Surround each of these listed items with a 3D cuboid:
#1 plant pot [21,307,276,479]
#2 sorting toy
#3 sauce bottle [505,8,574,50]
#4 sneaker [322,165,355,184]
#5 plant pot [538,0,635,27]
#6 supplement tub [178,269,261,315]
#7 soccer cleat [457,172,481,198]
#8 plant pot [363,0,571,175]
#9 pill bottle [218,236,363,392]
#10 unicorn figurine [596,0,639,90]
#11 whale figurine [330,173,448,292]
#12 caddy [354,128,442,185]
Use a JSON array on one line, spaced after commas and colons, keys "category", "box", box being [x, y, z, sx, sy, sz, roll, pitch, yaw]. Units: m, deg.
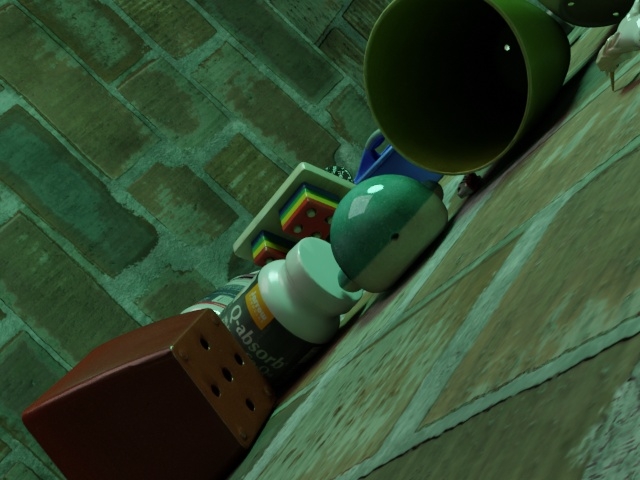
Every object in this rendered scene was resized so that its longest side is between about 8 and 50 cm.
[{"category": "plant pot", "box": [-0.223, 0.254, 1.461, 0.235, 0.267, 0.267, -34, 6, 19]}, {"category": "sorting toy", "box": [0.000, 0.000, 1.989, 0.257, 0.255, 0.089, -49, 36, 30]}, {"category": "sauce bottle", "box": [0.387, -0.345, 2.071, 0.344, 0.111, 0.111, -46, 2, 25]}, {"category": "sneaker", "box": [0.021, -0.019, 2.257, 0.162, 0.106, 0.282, 103, 170, -63]}, {"category": "plant pot", "box": [0.424, -0.444, 1.515, 0.284, 0.284, 0.191, 136, 140, -59]}, {"category": "supplement tub", "box": [-0.161, 0.180, 1.996, 0.191, 0.191, 0.272, -46, -7, 31]}, {"category": "soccer cleat", "box": [0.227, -0.088, 1.519, 0.035, 0.029, 0.083, -42, 8, 22]}, {"category": "plant pot", "box": [0.260, -0.268, 1.508, 0.293, 0.275, 0.275, -26, -15, -48]}, {"category": "pill bottle", "box": [-0.068, 0.132, 1.585, 0.278, 0.162, 0.162, -47, 2, 28]}, {"category": "unicorn figurine", "box": [0.349, -0.224, 1.051, 0.111, 0.060, 0.162, -47, 2, 7]}, {"category": "whale figurine", "box": [0.090, -0.021, 1.488, 0.216, 0.141, 0.272, -48, 1, 3]}, {"category": "caddy", "box": [0.184, -0.185, 2.294, 0.241, 0.179, 0.341, -47, 1, -34]}]
